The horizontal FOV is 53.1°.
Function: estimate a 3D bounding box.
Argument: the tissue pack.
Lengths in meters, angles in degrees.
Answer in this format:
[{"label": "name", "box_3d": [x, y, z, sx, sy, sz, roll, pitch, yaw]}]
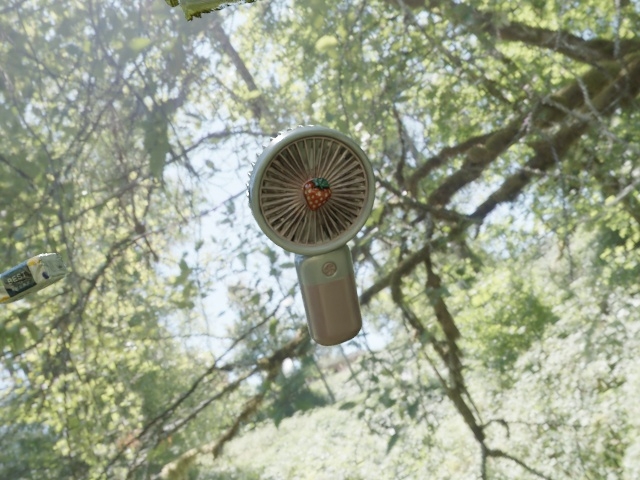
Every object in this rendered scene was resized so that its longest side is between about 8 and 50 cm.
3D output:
[{"label": "tissue pack", "box_3d": [-0.398, 0.051, 0.875, 0.083, 0.042, 0.062, -27, 2, 6]}]

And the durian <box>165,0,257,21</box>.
[{"label": "durian", "box_3d": [-0.044, -0.202, 0.341, 0.102, 0.208, 0.146, -59, -40, -22]}]

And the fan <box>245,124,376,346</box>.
[{"label": "fan", "box_3d": [0.000, 0.000, 0.675, 0.130, 0.074, 0.244, -17, -70, -13]}]
